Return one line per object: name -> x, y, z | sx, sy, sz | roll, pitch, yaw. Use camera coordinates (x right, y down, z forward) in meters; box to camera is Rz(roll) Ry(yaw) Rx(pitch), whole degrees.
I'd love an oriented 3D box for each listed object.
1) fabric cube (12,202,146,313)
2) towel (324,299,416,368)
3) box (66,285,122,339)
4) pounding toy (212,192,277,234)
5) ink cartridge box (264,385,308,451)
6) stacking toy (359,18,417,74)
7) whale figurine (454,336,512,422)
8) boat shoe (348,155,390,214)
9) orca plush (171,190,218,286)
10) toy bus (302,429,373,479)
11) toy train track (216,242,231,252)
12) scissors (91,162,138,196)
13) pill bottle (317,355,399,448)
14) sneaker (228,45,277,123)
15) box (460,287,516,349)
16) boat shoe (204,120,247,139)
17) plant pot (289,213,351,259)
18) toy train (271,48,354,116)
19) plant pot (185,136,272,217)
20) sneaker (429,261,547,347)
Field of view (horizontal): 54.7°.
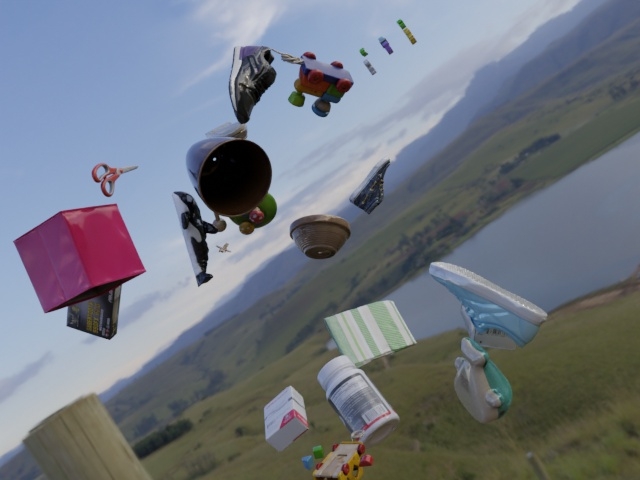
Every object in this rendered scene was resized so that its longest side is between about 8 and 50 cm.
fabric cube -> -0.786, 0.055, 2.030 | 0.259, 0.258, 0.254 | -25, -2, 27
towel -> 0.209, 0.386, 2.587 | 0.325, 0.248, 0.038 | -16, -30, -21
box -> -0.837, 0.236, 2.288 | 0.056, 0.183, 0.231 | -59, -16, -67
pounding toy -> -0.268, -0.082, 2.157 | 0.237, 0.110, 0.183 | -4, -45, -2
ink cartridge box -> -0.098, 0.497, 1.735 | 0.109, 0.063, 0.150 | -42, 19, 8
stacking toy -> 0.208, -0.610, 1.944 | 0.167, 0.052, 0.221 | -34, 25, 16
whale figurine -> 0.479, 0.398, 1.804 | 0.141, 0.272, 0.216 | -20, 29, -13
boat shoe -> 0.174, -0.168, 1.903 | 0.183, 0.083, 0.065 | -51, -8, -4
orca plush -> -0.343, -0.018, 1.788 | 0.102, 0.287, 0.151 | -16, -27, -14
toy bus -> 0.067, 0.643, 1.735 | 0.202, 0.104, 0.191 | -18, 8, -11
toy train track -> -0.288, 0.025, 1.847 | 0.083, 0.048, 0.014 | -79, 12, -74
scissors -> -0.686, -0.240, 2.085 | 0.021, 0.109, 0.297 | -16, 25, 15
pill bottle -> 0.120, 0.537, 2.077 | 0.161, 0.283, 0.161 | -25, -37, -21
sneaker -> -0.193, -0.469, 1.811 | 0.124, 0.283, 0.107 | -5, -29, 8
box -> 0.586, 0.259, 2.160 | 0.148, 0.121, 0.311 | 6, 14, 2
boat shoe -> -0.289, -0.318, 1.974 | 0.117, 0.096, 0.324 | -30, 18, -15
plant pot -> 0.000, 0.000, 2.352 | 0.237, 0.109, 0.237 | -2, -25, -1
toy train -> -0.048, -0.422, 1.660 | 0.248, 0.105, 0.143 | 9, -47, -29
plant pot -> -0.285, -0.201, 1.727 | 0.215, 0.215, 0.230 | -32, 35, -21
sneaker -> 0.466, 0.193, 1.829 | 0.135, 0.366, 0.150 | 1, -64, -62
